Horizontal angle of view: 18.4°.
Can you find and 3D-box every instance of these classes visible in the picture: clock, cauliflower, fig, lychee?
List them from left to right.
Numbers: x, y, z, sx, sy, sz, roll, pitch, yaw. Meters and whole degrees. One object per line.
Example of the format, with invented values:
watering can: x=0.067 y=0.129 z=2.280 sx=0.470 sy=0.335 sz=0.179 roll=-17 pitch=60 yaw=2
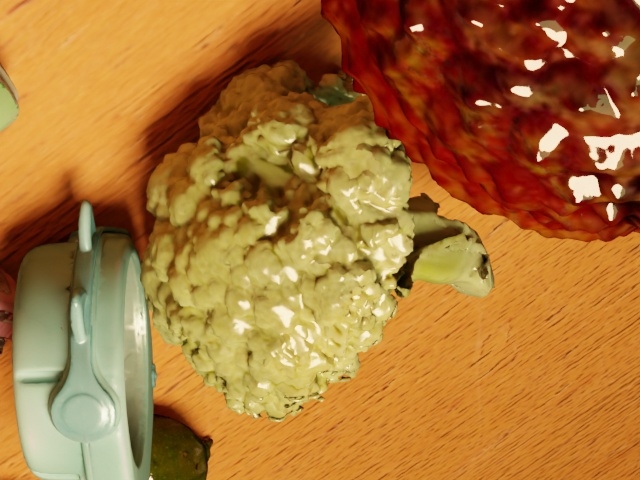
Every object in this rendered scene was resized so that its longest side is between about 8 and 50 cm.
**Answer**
clock: x=-0.193 y=0.100 z=1.608 sx=0.094 sy=0.223 sz=0.274 roll=-3 pitch=133 yaw=2
fig: x=-0.150 y=0.216 z=1.873 sx=0.177 sy=0.117 sz=0.117 roll=2 pitch=134 yaw=-52
cauliflower: x=-0.016 y=-0.012 z=1.589 sx=0.327 sy=0.260 sz=0.281 roll=-26 pitch=-176 yaw=38
lychee: x=0.216 y=-0.193 z=1.361 sx=0.424 sy=0.424 sz=0.500 roll=-42 pitch=108 yaw=15

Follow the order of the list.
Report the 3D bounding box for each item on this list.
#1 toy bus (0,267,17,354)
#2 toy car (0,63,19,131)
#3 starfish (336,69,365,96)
toy bus: x=-0.328 y=0.047 z=1.563 sx=0.090 sy=0.063 sz=0.203 roll=-47 pitch=141 yaw=20
toy car: x=-0.323 y=-0.063 z=1.422 sx=0.224 sy=0.076 sz=0.090 roll=-31 pitch=146 yaw=-1
starfish: x=0.077 y=-0.105 z=1.701 sx=0.176 sy=0.053 sz=0.208 roll=-32 pitch=140 yaw=17
